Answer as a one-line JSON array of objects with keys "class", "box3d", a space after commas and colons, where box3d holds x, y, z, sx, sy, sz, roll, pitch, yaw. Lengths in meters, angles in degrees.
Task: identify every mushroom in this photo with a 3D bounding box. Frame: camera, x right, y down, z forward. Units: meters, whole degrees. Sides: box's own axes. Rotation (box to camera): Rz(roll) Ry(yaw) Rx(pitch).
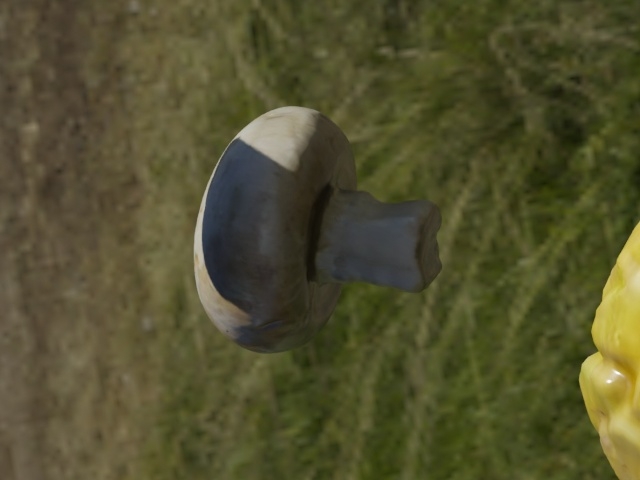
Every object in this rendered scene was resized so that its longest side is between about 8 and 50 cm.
[{"class": "mushroom", "box3d": [0.000, 0.000, 1.860, 0.243, 0.243, 0.244, 170, 90, -67]}]

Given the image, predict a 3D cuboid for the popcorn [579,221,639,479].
[{"class": "popcorn", "box3d": [0.372, 0.082, 1.411, 0.344, 0.354, 0.390, 52, 174, 46]}]
